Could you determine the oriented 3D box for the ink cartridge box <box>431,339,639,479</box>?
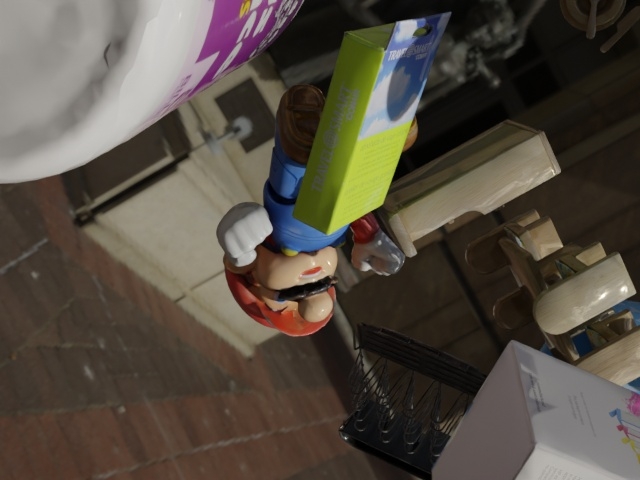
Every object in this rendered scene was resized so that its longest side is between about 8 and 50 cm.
[{"bbox_3d":[0.136,0.129,0.442,0.143,0.092,0.090,24,23,-6],"label":"ink cartridge box"}]

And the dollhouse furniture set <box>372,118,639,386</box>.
[{"bbox_3d":[0.176,0.032,0.913,0.242,0.161,0.212,62,-1,-16],"label":"dollhouse furniture set"}]

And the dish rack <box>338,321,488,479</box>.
[{"bbox_3d":[0.123,0.213,1.190,0.208,0.074,0.271,20,-31,19],"label":"dish rack"}]

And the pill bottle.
[{"bbox_3d":[-0.091,-0.146,0.431,0.169,0.169,0.301,59,21,-13],"label":"pill bottle"}]

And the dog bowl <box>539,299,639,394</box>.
[{"bbox_3d":[0.282,0.187,1.065,0.074,0.297,0.166,23,25,-11],"label":"dog bowl"}]

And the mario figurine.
[{"bbox_3d":[0.000,0.000,0.938,0.320,0.198,0.170,111,-6,-50],"label":"mario figurine"}]

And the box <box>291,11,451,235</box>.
[{"bbox_3d":[0.040,-0.101,0.753,0.042,0.178,0.109,28,28,20],"label":"box"}]

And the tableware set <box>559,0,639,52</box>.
[{"bbox_3d":[0.403,-0.363,1.251,0.128,0.194,0.039,45,15,2],"label":"tableware set"}]
